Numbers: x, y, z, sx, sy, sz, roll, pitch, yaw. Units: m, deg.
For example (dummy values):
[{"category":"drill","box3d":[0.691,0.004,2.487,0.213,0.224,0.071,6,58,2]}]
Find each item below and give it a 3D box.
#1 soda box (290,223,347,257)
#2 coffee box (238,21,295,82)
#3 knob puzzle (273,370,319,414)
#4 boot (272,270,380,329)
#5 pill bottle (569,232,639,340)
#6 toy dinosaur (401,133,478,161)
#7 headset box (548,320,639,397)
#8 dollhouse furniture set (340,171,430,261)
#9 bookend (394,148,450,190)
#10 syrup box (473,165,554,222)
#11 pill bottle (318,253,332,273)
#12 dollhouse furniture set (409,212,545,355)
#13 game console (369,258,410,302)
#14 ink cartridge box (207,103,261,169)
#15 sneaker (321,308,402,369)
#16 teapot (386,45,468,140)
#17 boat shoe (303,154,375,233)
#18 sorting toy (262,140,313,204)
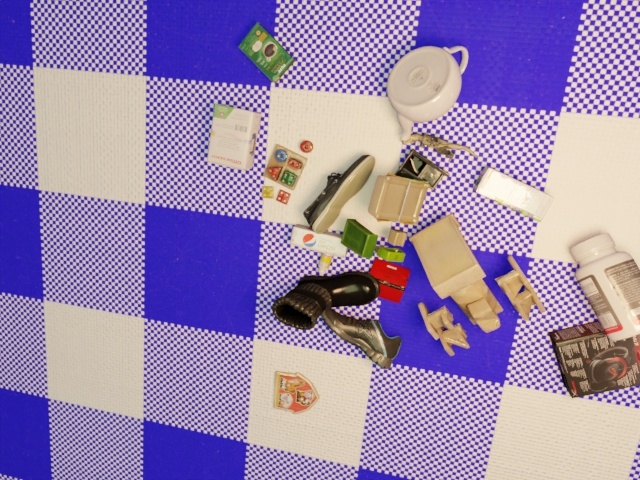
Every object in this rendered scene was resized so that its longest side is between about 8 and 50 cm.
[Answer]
[{"category":"soda box","box3d":[0.000,0.000,1.773,0.216,0.069,0.074,14,104,8]},{"category":"coffee box","box3d":[-0.191,-0.667,1.678,0.184,0.040,0.113,44,107,0]},{"category":"knob puzzle","box3d":[-0.101,0.641,1.956,0.213,0.030,0.213,2,102,11]},{"category":"boot","box3d":[0.025,0.217,1.694,0.347,0.260,0.131,-7,102,22]},{"category":"pill bottle","box3d":[0.942,0.145,1.514,0.176,0.176,0.319,-25,71,16]},{"category":"toy dinosaur","box3d":[0.407,-0.318,1.592,0.268,0.118,0.064,18,115,8]},{"category":"headset box","box3d":[0.983,0.399,1.635,0.293,0.110,0.218,-18,98,15]},{"category":"dollhouse furniture set","box3d":[0.224,-0.094,1.647,0.197,0.151,0.302,6,109,-30]},{"category":"bookend","box3d":[0.341,-0.214,1.653,0.156,0.072,0.157,36,107,2]},{"category":"syrup box","box3d":[0.647,-0.160,1.590,0.236,0.093,0.096,26,106,5]},{"category":"pill bottle","box3d":[0.017,0.083,1.800,0.043,0.043,0.083,20,106,7]},{"category":"dollhouse furniture set","box3d":[0.498,0.142,1.628,0.362,0.257,0.394,-32,128,17]},{"category":"game console","box3d":[0.252,0.153,1.783,0.143,0.085,0.124,18,74,7]},{"category":"ink cartridge box","box3d":[-0.320,-0.381,1.742,0.154,0.093,0.213,14,103,9]},{"category":"sneaker","box3d":[0.153,0.343,1.809,0.340,0.125,0.140,35,86,0]},{"category":"teapot","box3d":[0.354,-0.491,1.537,0.255,0.187,0.253,-9,72,30]},{"category":"boat shoe","box3d":[0.058,-0.186,1.697,0.113,0.127,0.340,44,108,26]},{"category":"sorting toy","box3d":[-0.139,-0.263,1.755,0.132,0.046,0.275,27,107,5]}]
